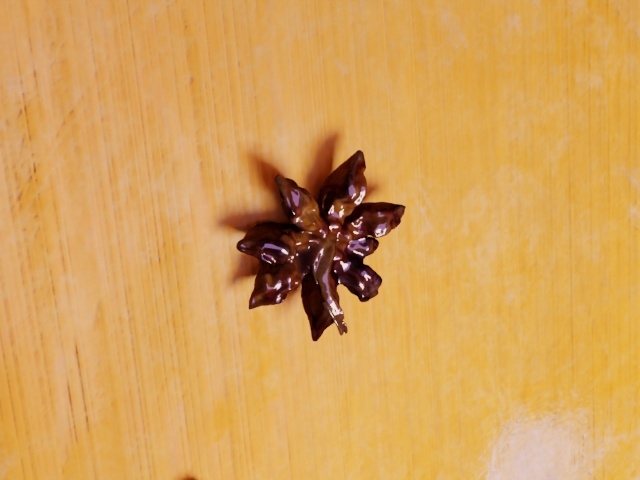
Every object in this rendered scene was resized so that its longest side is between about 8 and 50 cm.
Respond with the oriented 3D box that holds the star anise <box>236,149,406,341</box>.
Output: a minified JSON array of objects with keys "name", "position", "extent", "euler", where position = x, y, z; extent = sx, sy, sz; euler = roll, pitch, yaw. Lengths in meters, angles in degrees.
[{"name":"star anise","position":[0.000,0.000,1.469],"extent":[0.167,0.057,0.168],"euler":[-6,102,-30]}]
